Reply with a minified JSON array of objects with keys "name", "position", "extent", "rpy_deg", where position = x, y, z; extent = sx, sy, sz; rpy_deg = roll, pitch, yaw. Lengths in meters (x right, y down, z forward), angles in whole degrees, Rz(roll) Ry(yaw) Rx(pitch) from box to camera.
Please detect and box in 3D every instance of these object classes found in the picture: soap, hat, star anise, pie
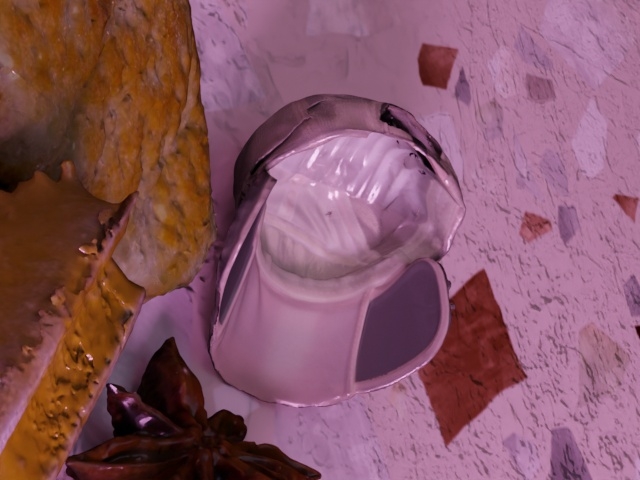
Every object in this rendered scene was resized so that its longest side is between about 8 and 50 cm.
[{"name":"soap","position":[-0.298,0.062,1.255],"extent":[0.338,0.304,0.169],"rpy_deg":[-68,169,-54]},{"name":"hat","position":[-0.002,0.008,1.682],"extent":[0.232,0.161,0.275],"rpy_deg":[26,79,-26]},{"name":"star anise","position":[-0.096,0.172,1.530],"extent":[0.212,0.111,0.196],"rpy_deg":[14,39,-12]},{"name":"pie","position":[-0.215,-0.152,1.488],"extent":[0.418,0.180,0.395],"rpy_deg":[23,63,-56]}]
